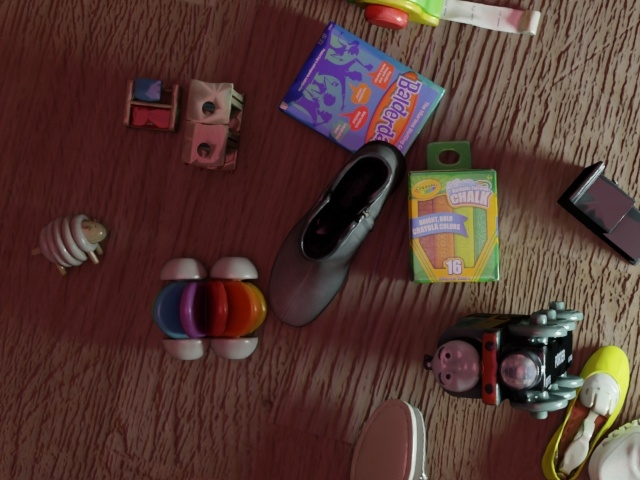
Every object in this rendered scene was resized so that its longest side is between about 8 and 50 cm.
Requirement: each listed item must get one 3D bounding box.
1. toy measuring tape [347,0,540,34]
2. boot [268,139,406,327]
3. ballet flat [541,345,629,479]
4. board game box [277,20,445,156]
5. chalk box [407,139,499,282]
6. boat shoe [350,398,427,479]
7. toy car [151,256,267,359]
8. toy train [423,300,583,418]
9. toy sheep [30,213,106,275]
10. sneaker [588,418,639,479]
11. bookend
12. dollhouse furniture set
[{"bbox_3d":[0.170,-0.367,1.690,0.330,0.121,0.122,13,91,6],"label":"toy measuring tape"},{"bbox_3d":[0.000,0.000,1.634,0.118,0.223,0.338,29,106,4],"label":"boot"},{"bbox_3d":[0.405,0.269,1.682,0.077,0.077,0.231,27,92,6],"label":"ballet flat"},{"bbox_3d":[0.064,-0.217,1.733,0.210,0.047,0.160,31,93,4],"label":"board game box"},{"bbox_3d":[0.197,-0.044,1.677,0.132,0.132,0.213,-3,90,5],"label":"chalk box"},{"bbox_3d":[0.112,0.403,1.703,0.116,0.096,0.325,5,86,46],"label":"boat shoe"},{"bbox_3d":[-0.176,0.105,1.711,0.181,0.136,0.159,-1,90,6],"label":"toy car"},{"bbox_3d":[0.266,0.165,1.582,0.190,0.334,0.142,-1,92,20],"label":"toy train"},{"bbox_3d":[-0.398,0.003,1.762,0.132,0.091,0.091,-20,88,11],"label":"toy sheep"},{"bbox_3d":[0.537,0.309,1.638,0.292,0.118,0.110,-18,90,0],"label":"sneaker"},{"bbox_3d":[0.437,-0.037,1.640,0.156,0.157,0.072,40,94,5],"label":"bookend"},{"bbox_3d":[-0.222,-0.179,1.720,0.183,0.129,0.129,6,91,5],"label":"dollhouse furniture set"}]
